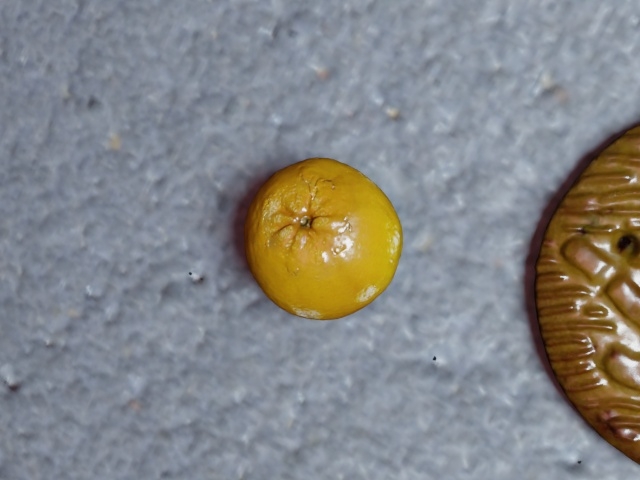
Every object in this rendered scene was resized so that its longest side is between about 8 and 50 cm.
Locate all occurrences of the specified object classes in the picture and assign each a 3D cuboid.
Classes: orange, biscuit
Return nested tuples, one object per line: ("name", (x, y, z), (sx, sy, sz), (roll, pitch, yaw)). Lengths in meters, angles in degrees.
("orange", (0.000, 0.000, 0.439), (0.083, 0.070, 0.083), (-1, 86, 16))
("biscuit", (0.196, 0.027, 0.406), (0.187, 0.027, 0.188), (0, 91, 15))
